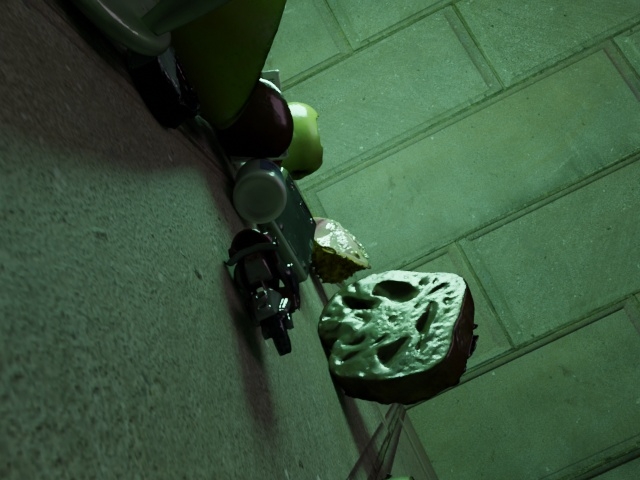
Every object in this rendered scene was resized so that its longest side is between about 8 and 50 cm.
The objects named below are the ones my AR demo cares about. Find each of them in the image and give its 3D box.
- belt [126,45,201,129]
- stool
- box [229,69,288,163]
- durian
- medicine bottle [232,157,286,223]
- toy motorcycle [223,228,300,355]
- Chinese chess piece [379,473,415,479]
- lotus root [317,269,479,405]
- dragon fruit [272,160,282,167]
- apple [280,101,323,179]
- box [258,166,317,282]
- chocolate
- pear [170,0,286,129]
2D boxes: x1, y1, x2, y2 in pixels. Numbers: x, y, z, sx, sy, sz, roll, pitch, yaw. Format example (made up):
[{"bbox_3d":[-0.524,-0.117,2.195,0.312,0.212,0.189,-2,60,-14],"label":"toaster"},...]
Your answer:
[{"bbox_3d":[-0.232,-0.233,0.830,0.140,0.058,0.105,66,11,0],"label":"belt"},{"bbox_3d":[-0.203,-0.360,0.691,0.195,0.199,0.195,34,29,-49],"label":"stool"},{"bbox_3d":[-0.149,-0.280,1.291,0.081,0.135,0.199,-101,-175,-75],"label":"box"},{"bbox_3d":[-0.002,0.004,1.821,0.196,0.185,0.305,31,23,-46],"label":"durian"},{"bbox_3d":[-0.122,-0.107,1.141,0.102,0.103,0.186,62,4,-19],"label":"medicine bottle"},{"bbox_3d":[-0.075,0.059,0.783,0.122,0.082,0.213,63,2,-31],"label":"toy motorcycle"},{"bbox_3d":[0.144,0.479,0.864,0.237,0.092,0.238,62,4,-9],"label":"Chinese chess piece"},{"bbox_3d":[0.179,0.201,1.293,0.390,0.375,0.111,46,-18,59],"label":"lotus root"},{"bbox_3d":[-0.194,-0.286,1.711,0.161,0.121,0.127,-3,108,-60],"label":"dragon fruit"},{"bbox_3d":[-0.108,-0.355,2.007,0.279,0.279,0.279,63,4,-7],"label":"apple"},{"bbox_3d":[-0.072,-0.039,1.372,0.210,0.045,0.270,62,18,-24],"label":"box"},{"bbox_3d":[-0.136,-0.254,1.182,0.176,0.177,0.177,63,4,-7],"label":"chocolate"},{"bbox_3d":[-0.190,-0.412,1.012,0.165,0.398,0.399,17,27,-24],"label":"pear"}]
